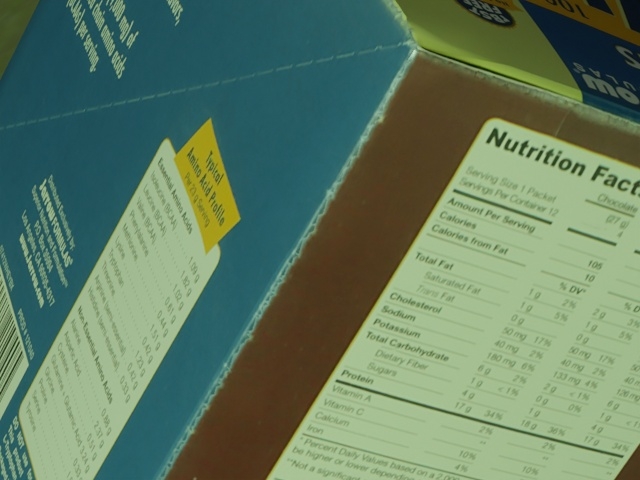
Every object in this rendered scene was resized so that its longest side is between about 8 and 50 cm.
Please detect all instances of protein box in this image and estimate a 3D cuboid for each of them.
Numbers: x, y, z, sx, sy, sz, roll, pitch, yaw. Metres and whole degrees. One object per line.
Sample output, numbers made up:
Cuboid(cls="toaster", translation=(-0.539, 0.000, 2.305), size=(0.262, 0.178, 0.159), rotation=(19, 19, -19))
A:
Cuboid(cls="protein box", translation=(0.000, 0.000, 0.541), size=(0.201, 0.136, 0.200), rotation=(-59, 32, 23))
